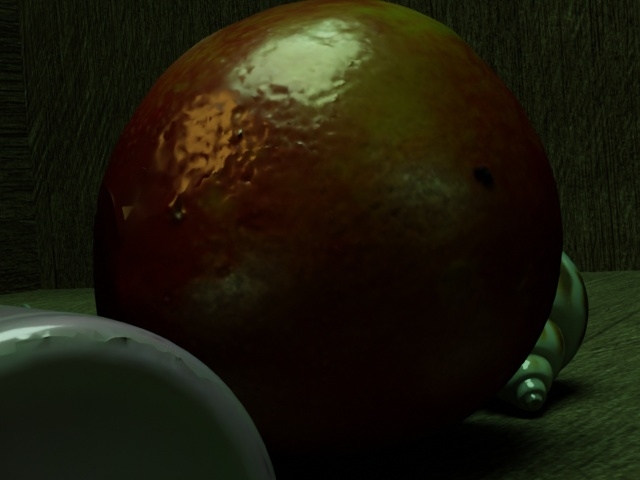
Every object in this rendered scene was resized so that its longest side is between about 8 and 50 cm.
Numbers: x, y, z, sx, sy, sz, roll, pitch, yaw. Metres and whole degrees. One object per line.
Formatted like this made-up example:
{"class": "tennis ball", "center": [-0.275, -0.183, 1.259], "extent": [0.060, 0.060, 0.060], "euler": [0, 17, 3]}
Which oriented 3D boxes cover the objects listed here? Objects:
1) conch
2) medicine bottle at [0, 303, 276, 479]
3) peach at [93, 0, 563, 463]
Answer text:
{"class": "conch", "center": [0.183, 0.082, 1.183], "extent": [0.148, 0.183, 0.275], "euler": [35, 20, 6]}
{"class": "medicine bottle", "center": [-0.158, 0.114, 0.521], "extent": [0.178, 0.178, 0.290], "euler": [-6, 3, -31]}
{"class": "peach", "center": [0.000, 0.000, 0.934], "extent": [0.388, 0.388, 0.388], "euler": [-4, 2, 0]}
